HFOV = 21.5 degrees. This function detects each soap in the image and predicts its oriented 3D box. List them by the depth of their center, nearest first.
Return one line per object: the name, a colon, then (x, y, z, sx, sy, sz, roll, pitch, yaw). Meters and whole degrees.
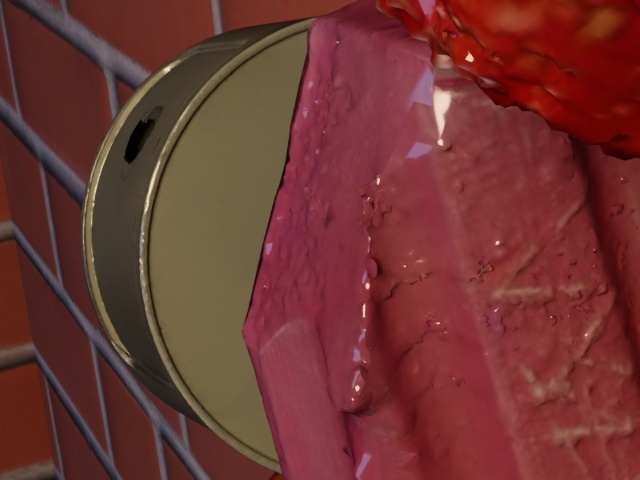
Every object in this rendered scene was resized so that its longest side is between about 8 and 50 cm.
soap: (0.091, 0.055, 0.663, 0.127, 0.220, 0.325, -141, 34, -67)

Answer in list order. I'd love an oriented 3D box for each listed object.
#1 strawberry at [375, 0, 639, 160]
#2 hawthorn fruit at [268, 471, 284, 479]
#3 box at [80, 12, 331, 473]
strawberry: (0.097, -0.145, 0.469, 0.239, 0.250, 0.288, 54, 162, -16)
hawthorn fruit: (0.048, 0.203, 0.955, 0.200, 0.179, 0.179, 6, 108, 57)
box: (0.000, 0.000, 0.858, 0.149, 0.226, 0.226, -169, 68, -70)
